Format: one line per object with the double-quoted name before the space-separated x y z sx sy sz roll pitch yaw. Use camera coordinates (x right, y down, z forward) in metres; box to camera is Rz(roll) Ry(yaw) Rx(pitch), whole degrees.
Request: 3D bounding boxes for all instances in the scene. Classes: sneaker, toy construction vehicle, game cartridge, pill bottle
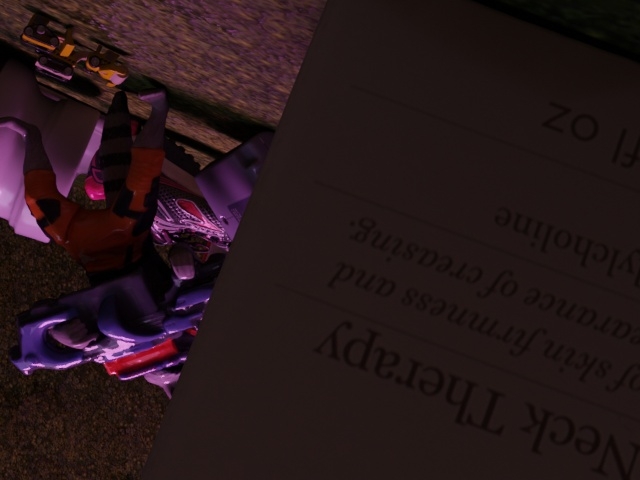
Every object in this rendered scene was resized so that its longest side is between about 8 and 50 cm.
"sneaker" -0.171 -0.031 1.358 0.299 0.112 0.121 34 158 -11
"toy construction vehicle" -0.224 -0.172 0.935 0.098 0.035 0.086 20 165 -18
"game cartridge" -0.015 0.023 1.123 0.297 0.062 0.198 54 161 -9
"pill bottle" -0.456 -0.143 1.183 0.363 0.210 0.210 22 175 -13

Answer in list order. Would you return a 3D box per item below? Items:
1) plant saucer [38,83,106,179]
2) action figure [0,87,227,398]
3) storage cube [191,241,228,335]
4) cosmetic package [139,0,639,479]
"plant saucer" -0.448 -0.170 1.521 0.401 0.100 0.400 21 176 2
"action figure" -0.166 0.005 1.086 0.342 0.330 0.178 -10 -167 9
"storage cube" -0.103 0.092 1.721 0.193 0.214 0.184 22 169 -17
"cosmetic package" 0.096 0.121 0.597 0.330 0.393 0.327 20 175 3
